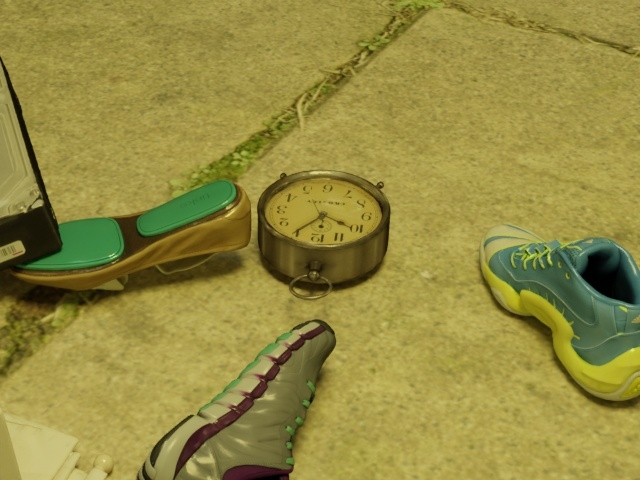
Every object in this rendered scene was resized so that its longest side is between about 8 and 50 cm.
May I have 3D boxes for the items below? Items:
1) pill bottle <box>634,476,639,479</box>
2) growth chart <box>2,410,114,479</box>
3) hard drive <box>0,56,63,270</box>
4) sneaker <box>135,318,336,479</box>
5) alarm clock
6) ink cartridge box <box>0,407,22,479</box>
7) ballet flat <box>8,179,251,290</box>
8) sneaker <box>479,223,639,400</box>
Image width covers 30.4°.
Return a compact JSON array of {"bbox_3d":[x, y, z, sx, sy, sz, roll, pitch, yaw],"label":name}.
[{"bbox_3d":[0.315,0.209,0.831,0.180,0.108,0.108,2,36,0],"label":"pill bottle"},{"bbox_3d":[-0.284,0.184,0.913,0.237,0.021,0.172,19,40,22],"label":"growth chart"},{"bbox_3d":[-0.401,-0.064,1.162,0.236,0.064,0.339,-21,39,-8],"label":"hard drive"},{"bbox_3d":[-0.042,0.154,0.938,0.098,0.083,0.223,42,50,10],"label":"sneaker"},{"bbox_3d":[0.000,0.000,1.137,0.129,0.064,0.192,6,34,5],"label":"alarm clock"},{"bbox_3d":[-0.311,0.134,0.819,0.100,0.172,0.237,-32,49,-32],"label":"ink cartridge box"},{"bbox_3d":[-0.173,0.012,1.106,0.232,0.073,0.080,-16,41,-1],"label":"ballet flat"},{"bbox_3d":[0.226,0.027,1.057,0.091,0.126,0.240,-15,40,-22],"label":"sneaker"}]
